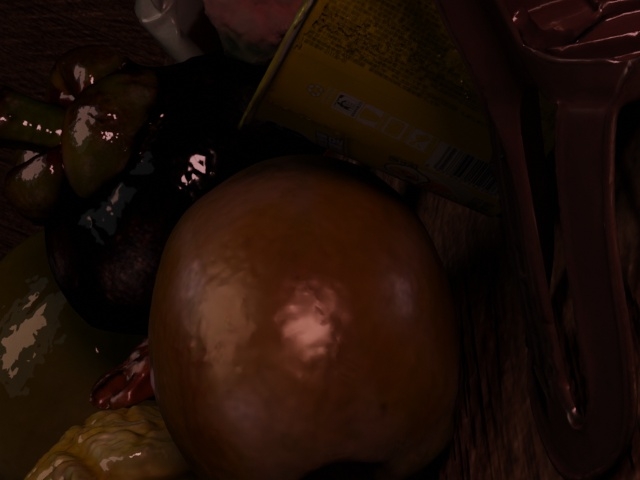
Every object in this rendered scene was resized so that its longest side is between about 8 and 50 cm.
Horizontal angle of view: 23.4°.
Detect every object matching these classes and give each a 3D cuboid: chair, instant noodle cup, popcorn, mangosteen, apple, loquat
[{"bbox_3d":[0.135,-0.080,0.639,0.175,0.183,0.326,-99,-11,-65],"label":"chair"},{"bbox_3d":[0.067,-0.112,0.812,0.205,0.153,0.205,-61,2,3],"label":"instant noodle cup"},{"bbox_3d":[-0.120,0.205,1.043,0.167,0.185,0.187,-36,-9,-14],"label":"popcorn"},{"bbox_3d":[-0.136,-0.041,1.260,0.287,0.287,0.233,-123,35,-74],"label":"mangosteen"},{"bbox_3d":[-0.227,0.108,1.481,0.295,0.233,0.258,-87,21,-54],"label":"apple"},{"bbox_3d":[-0.010,0.049,0.852,0.179,0.179,0.227,-57,31,38],"label":"loquat"}]

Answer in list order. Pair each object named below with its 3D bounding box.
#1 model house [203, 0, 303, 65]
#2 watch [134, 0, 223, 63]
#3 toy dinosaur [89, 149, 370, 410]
[{"bbox_3d":[0.062,-0.240,1.023,0.237,0.202,0.237,5,27,38],"label":"model house"},{"bbox_3d":[-0.056,-0.260,1.375,0.241,0.253,0.162,-26,15,4],"label":"watch"},{"bbox_3d":[0.000,0.000,1.051,0.432,0.097,0.208,-44,21,10],"label":"toy dinosaur"}]
